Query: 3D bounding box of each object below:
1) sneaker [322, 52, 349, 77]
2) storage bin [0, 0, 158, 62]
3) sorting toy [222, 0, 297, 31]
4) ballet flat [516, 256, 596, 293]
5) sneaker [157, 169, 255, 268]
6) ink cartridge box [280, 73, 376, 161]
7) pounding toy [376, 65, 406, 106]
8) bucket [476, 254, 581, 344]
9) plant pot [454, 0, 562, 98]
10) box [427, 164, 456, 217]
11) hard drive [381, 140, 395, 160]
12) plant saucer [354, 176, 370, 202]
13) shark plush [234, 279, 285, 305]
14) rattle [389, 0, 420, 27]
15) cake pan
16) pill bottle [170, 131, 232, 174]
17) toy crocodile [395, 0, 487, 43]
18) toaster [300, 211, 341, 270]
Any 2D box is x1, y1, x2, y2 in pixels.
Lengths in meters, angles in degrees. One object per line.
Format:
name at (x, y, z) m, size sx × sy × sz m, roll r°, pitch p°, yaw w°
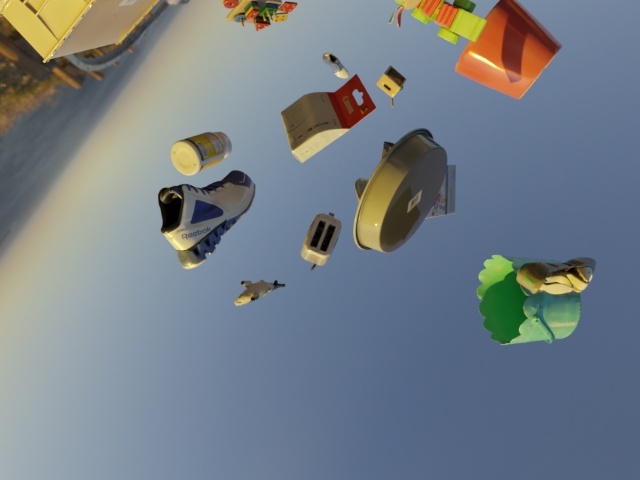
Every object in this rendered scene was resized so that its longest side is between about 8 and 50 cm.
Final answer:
sneaker at (0.077, -0.816, 1.901) m, size 0.054 × 0.152 × 0.061 m, roll -56°, pitch -159°, yaw -1°
storage bin at (-0.481, -0.527, 0.865) m, size 0.260 × 0.123 × 0.262 m, roll -27°, pitch -158°, yaw 28°
sorting toy at (-0.196, -0.703, 1.277) m, size 0.132 × 0.274 × 0.046 m, roll -8°, pitch -82°, yaw 52°
ballet flat at (0.487, 0.077, 0.810) m, size 0.068 × 0.213 × 0.072 m, roll -121°, pitch -144°, yaw -51°
sneaker at (-0.306, -0.101, 1.063) m, size 0.127 × 0.182 × 0.316 m, roll 0°, pitch -133°, yaw 36°
ink cartridge box at (0.019, -0.555, 1.755) m, size 0.384 × 0.091 × 0.308 m, roll -33°, pitch -133°, yaw 19°
pounding toy at (0.359, -0.779, 2.060) m, size 0.100 × 0.141 × 0.130 m, roll -44°, pitch -170°, yaw 50°
bucket at (0.620, 0.178, 1.231) m, size 0.281 × 0.182 × 0.282 m, roll -179°, pitch -90°, yaw -86°
plant pot at (0.634, -0.624, 1.364) m, size 0.275 × 0.243 × 0.275 m, roll -49°, pitch 172°, yaw -9°
box at (0.321, -0.141, 1.161) m, size 0.038 × 0.186 × 0.145 m, roll 9°, pitch -76°, yaw 49°
hard drive at (0.319, -0.285, 1.768) m, size 0.054 × 0.255 × 0.172 m, roll -13°, pitch -141°, yaw -18°
plant saucer at (0.332, -0.168, 2.031) m, size 0.100 × 0.400 × 0.401 m, roll -35°, pitch -145°, yaw 27°
shark plush at (-0.181, 0.148, 1.219) m, size 0.073 × 0.161 × 0.067 m, roll 42°, pitch -48°, yaw 21°
rattle at (0.239, -0.718, 1.125) m, size 0.130 × 0.143 × 0.199 m, roll -38°, pitch -177°, yaw -22°
cake pan at (0.183, -0.094, 0.886) m, size 0.054 × 0.293 × 0.293 m, roll 34°, pitch -92°, yaw 28°
pill bottle at (-0.408, -0.311, 1.422) m, size 0.119 × 0.119 × 0.208 m, roll -32°, pitch -172°, yaw 33°
toy crocodile at (0.355, -0.692, 1.222) m, size 0.341 × 0.105 × 0.115 m, roll 54°, pitch -49°, yaw 31°
toaster at (0.000, 0.000, 1.604) m, size 0.146 × 0.129 × 0.227 m, roll 112°, pitch 1°, yaw -75°
